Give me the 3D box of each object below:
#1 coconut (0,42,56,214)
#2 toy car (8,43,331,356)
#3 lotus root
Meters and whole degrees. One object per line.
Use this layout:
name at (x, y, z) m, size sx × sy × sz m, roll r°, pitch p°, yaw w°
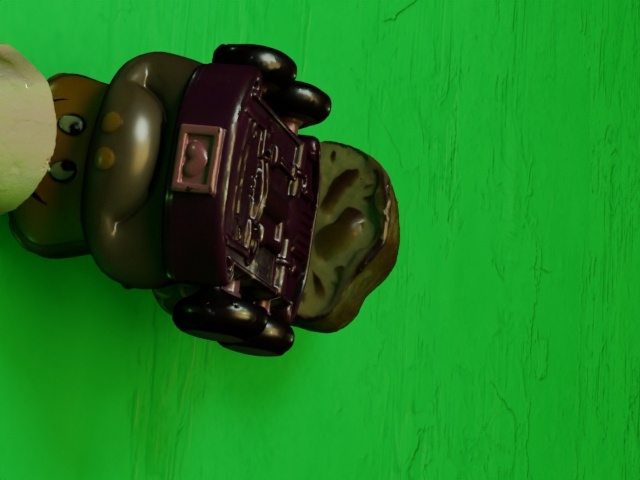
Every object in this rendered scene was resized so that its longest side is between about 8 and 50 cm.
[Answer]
coconut at (-0.294, -0.090, 1.279) m, size 0.153 × 0.147 × 0.147 m, roll -3°, pitch 90°, yaw -54°
toy car at (-0.135, -0.041, 1.451) m, size 0.341 × 0.240 × 0.271 m, roll 44°, pitch 53°, yaw -71°
lotus root at (-0.001, 0.000, 1.679) m, size 0.199 × 0.188 × 0.180 m, roll -55°, pitch 156°, yaw -1°
